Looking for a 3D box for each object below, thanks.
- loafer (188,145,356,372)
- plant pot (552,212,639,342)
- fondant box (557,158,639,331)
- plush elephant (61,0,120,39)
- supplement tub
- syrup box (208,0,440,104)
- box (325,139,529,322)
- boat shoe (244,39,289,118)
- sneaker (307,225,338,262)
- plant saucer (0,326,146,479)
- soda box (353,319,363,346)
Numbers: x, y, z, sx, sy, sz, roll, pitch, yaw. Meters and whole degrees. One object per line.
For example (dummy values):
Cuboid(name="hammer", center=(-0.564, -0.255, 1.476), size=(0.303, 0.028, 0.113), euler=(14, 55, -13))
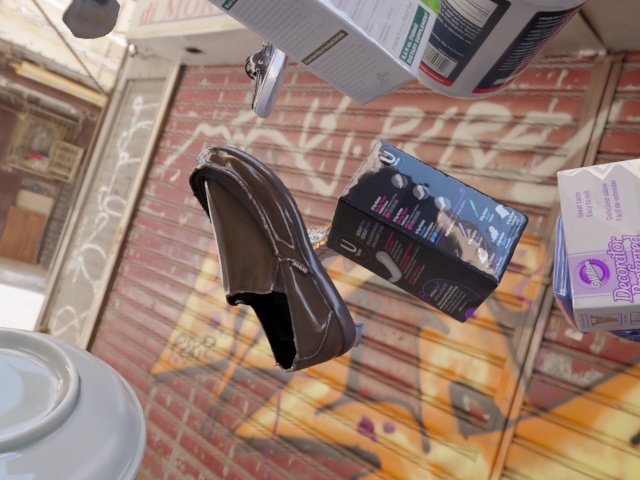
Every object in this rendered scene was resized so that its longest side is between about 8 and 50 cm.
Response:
Cuboid(name="loafer", center=(-0.083, 0.031, 0.880), size=(0.134, 0.130, 0.365), euler=(-32, -88, 50))
Cuboid(name="plant pot", center=(0.572, 0.060, 1.178), size=(0.212, 0.235, 0.236), euler=(-2, -27, 30))
Cuboid(name="fondant box", center=(0.529, -0.005, 0.885), size=(0.331, 0.238, 0.096), euler=(-8, -31, 24))
Cuboid(name="plush elephant", center=(-0.376, -0.489, 0.994), size=(0.330, 0.271, 0.255), euler=(30, 30, -9))
Cuboid(name="supplement tub", center=(0.207, -0.306, 0.705), size=(0.191, 0.191, 0.272), euler=(18, -21, -6))
Cuboid(name="syrup box", center=(-0.011, -0.239, 0.584), size=(0.237, 0.093, 0.096), euler=(29, -21, -25))
Cuboid(name="box", center=(0.165, -0.013, 0.998), size=(0.270, 0.143, 0.165), euler=(29, -29, 8))
Cuboid(name="boat shoe", center=(-0.107, -0.343, 1.191), size=(0.076, 0.228, 0.080), euler=(13, -14, 3))
Cuboid(name="sneaker", center=(0.000, 0.000, 1.455), size=(0.215, 0.083, 0.084), euler=(-28, -33, 37))
Cuboid(name="plant saucer", center=(-0.411, 0.204, 0.744), size=(0.401, 0.100, 0.400), euler=(14, 23, -6))
Cuboid(name="soda box", center=(0.007, 0.196, 1.351), size=(0.183, 0.058, 0.063), euler=(11, 2, -41))
